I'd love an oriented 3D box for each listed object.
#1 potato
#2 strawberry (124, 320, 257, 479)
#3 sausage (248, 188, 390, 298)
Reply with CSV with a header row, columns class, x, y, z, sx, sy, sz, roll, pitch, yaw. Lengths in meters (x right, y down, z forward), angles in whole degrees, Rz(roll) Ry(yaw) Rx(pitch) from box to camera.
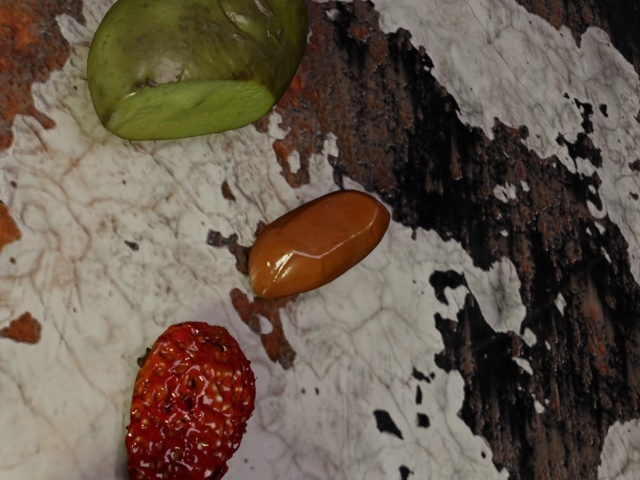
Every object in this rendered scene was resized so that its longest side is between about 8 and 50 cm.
class,x,y,z,sx,sy,sz,roll,pitch,yaw
potato,-0.122,-0.189,1.098,0.176,0.141,0.298,44,51,5
strawberry,-0.103,0.156,0.953,0.121,0.082,0.188,31,46,-29
sausage,0.000,0.000,1.132,0.179,0.089,0.089,-31,89,-37
